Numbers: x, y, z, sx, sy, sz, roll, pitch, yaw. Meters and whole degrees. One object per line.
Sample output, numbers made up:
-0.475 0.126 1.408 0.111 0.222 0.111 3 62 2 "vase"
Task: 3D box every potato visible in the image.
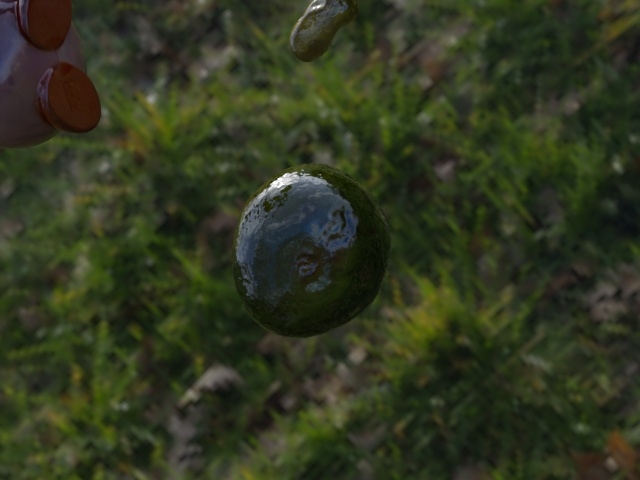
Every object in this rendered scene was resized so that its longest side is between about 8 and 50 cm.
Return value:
0.002 -0.231 1.903 0.092 0.045 0.046 -48 44 17 "potato"

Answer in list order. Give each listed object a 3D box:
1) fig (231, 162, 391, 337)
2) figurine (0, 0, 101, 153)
0.000 0.000 1.242 0.117 0.117 0.177 -36 1 14 "fig"
-0.318 -0.172 1.799 0.173 0.173 0.173 -32 28 20 "figurine"
